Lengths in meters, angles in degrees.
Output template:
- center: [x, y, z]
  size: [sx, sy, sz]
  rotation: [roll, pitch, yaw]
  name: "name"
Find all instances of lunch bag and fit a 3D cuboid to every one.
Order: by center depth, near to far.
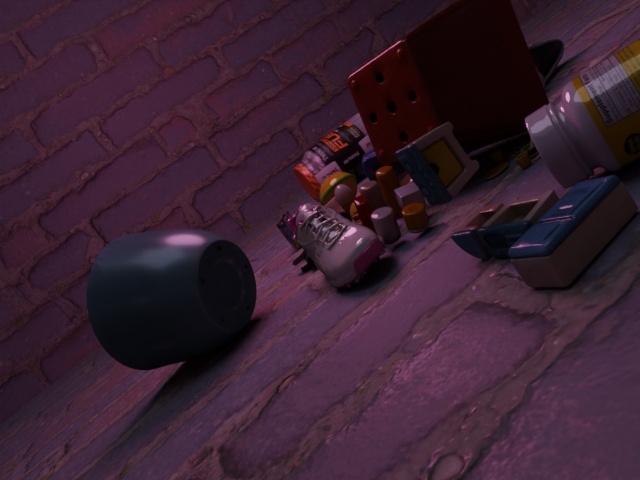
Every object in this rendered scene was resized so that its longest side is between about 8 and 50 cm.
- center: [0.133, -0.164, 1.216]
  size: [0.098, 0.067, 0.065]
  rotation: [-27, 16, 10]
  name: "lunch bag"

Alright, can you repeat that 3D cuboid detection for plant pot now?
- center: [0.214, -0.274, 1.059]
  size: [0.236, 0.267, 0.267]
  rotation: [-26, 6, -31]
  name: "plant pot"
- center: [-0.275, 0.106, 1.158]
  size: [0.235, 0.293, 0.293]
  rotation: [-13, 21, 28]
  name: "plant pot"

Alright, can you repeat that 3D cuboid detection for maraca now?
- center: [0.050, -0.134, 1.669]
  size: [0.127, 0.099, 0.185]
  rotation: [-31, -17, -17]
  name: "maraca"

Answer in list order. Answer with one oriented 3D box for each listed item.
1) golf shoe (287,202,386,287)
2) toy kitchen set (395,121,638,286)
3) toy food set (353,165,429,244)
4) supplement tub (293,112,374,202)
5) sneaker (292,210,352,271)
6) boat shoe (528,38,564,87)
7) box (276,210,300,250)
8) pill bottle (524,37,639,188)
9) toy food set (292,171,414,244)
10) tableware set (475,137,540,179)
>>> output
- center: [0.014, 0.000, 0.998]
  size: [0.115, 0.140, 0.306]
  rotation: [-48, 12, -8]
  name: "golf shoe"
- center: [0.176, -0.050, 0.604]
  size: [0.122, 0.166, 0.207]
  rotation: [-40, 10, -21]
  name: "toy kitchen set"
- center: [0.132, -0.043, 1.037]
  size: [0.111, 0.104, 0.232]
  rotation: [-24, 28, -2]
  name: "toy food set"
- center: [0.075, -0.285, 1.988]
  size: [0.316, 0.193, 0.193]
  rotation: [-39, 10, -9]
  name: "supplement tub"
- center: [0.002, 0.001, 1.253]
  size: [0.170, 0.051, 0.089]
  rotation: [-55, 14, 5]
  name: "sneaker"
- center: [0.489, -0.403, 1.338]
  size: [0.103, 0.118, 0.320]
  rotation: [-33, 3, 44]
  name: "boat shoe"
- center: [-0.082, -0.028, 1.620]
  size: [0.027, 0.094, 0.137]
  rotation: [-35, 10, 10]
  name: "box"
- center: [0.346, -0.151, 0.627]
  size: [0.208, 0.119, 0.119]
  rotation: [-31, 11, 30]
  name: "pill bottle"
- center: [0.089, -0.095, 1.338]
  size: [0.306, 0.092, 0.220]
  rotation: [-25, 15, 49]
  name: "toy food set"
- center: [0.317, -0.139, 0.956]
  size: [0.104, 0.024, 0.154]
  rotation: [-37, 10, -1]
  name: "tableware set"
